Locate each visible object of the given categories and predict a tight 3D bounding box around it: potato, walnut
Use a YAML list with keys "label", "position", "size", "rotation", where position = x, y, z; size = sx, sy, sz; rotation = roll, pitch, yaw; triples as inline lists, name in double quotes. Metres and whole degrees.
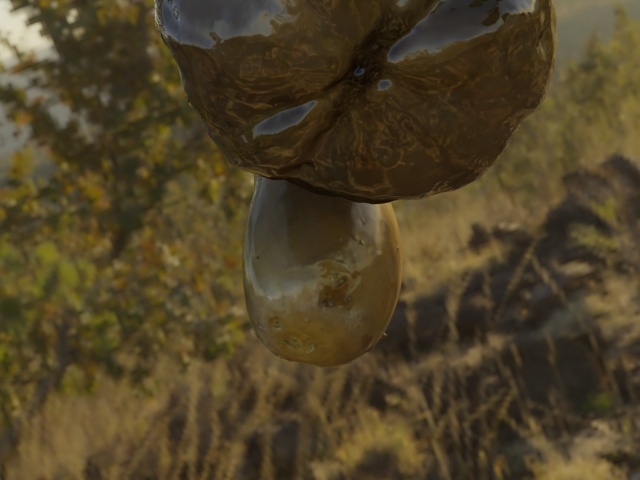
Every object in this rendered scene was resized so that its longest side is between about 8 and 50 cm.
- label: "potato"
  position: [0.000, 0.000, 1.278]
  size: [0.150, 0.146, 0.234]
  rotation: [127, 154, -48]
- label: "walnut"
  position: [0.024, -0.188, 1.129]
  size: [0.306, 0.306, 0.344]
  rotation: [-21, 24, 2]
